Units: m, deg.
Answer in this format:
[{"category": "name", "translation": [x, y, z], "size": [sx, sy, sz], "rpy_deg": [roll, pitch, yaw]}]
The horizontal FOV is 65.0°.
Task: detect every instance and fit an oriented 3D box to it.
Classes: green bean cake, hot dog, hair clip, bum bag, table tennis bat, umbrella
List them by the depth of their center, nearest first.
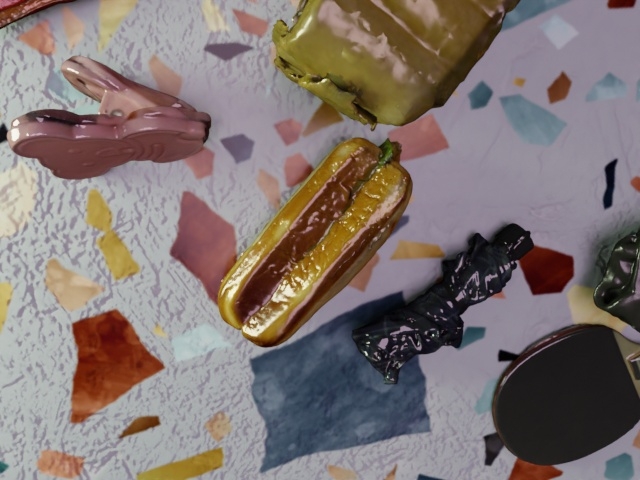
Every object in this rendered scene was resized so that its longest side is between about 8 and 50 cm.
[{"category": "green bean cake", "translation": [0.063, -0.203, 0.393], "size": [0.131, 0.224, 0.229], "rpy_deg": [31, 99, -15]}, {"category": "hair clip", "translation": [-0.179, -0.090, 0.450], "size": [0.138, 0.123, 0.102], "rpy_deg": [23, 79, -7]}, {"category": "hot dog", "translation": [0.000, 0.000, 0.510], "size": [0.104, 0.076, 0.250], "rpy_deg": [39, 92, 7]}, {"category": "umbrella", "translation": [0.141, 0.068, 0.543], "size": [0.224, 0.071, 0.080], "rpy_deg": [-40, 132, -2]}, {"category": "bum bag", "translation": [0.444, -0.011, 0.556], "size": [0.326, 0.079, 0.142], "rpy_deg": [-29, 111, -3]}, {"category": "table tennis bat", "translation": [0.350, 0.166, 0.609], "size": [0.301, 0.022, 0.173], "rpy_deg": [-28, 103, 1]}]

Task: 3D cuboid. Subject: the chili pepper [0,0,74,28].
[{"category": "chili pepper", "translation": [-0.220, -0.243, 0.442], "size": [0.268, 0.059, 0.050], "rpy_deg": [-26, 66, 3]}]
